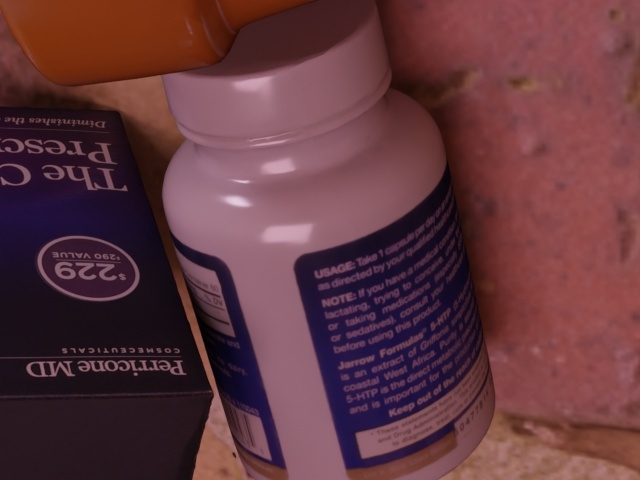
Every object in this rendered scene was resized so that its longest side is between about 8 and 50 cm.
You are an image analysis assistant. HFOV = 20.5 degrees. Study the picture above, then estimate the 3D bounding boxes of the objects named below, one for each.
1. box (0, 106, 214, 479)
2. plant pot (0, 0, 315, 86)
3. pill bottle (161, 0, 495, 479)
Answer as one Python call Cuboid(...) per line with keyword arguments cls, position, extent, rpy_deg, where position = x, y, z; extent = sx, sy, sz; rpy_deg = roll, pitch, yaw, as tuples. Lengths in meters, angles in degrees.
Cuboid(cls="box", position=(-0.192, 0.034, 0.672), extent=(0.261, 0.184, 0.103), rpy_deg=(0, 130, -21))
Cuboid(cls="plant pot", position=(-0.003, -0.160, 0.550), extent=(0.188, 0.205, 0.205), rpy_deg=(-6, 121, 5))
Cuboid(cls="pill bottle", position=(0.000, 0.000, 0.693), extent=(0.112, 0.112, 0.186), rpy_deg=(-2, 122, 20))
